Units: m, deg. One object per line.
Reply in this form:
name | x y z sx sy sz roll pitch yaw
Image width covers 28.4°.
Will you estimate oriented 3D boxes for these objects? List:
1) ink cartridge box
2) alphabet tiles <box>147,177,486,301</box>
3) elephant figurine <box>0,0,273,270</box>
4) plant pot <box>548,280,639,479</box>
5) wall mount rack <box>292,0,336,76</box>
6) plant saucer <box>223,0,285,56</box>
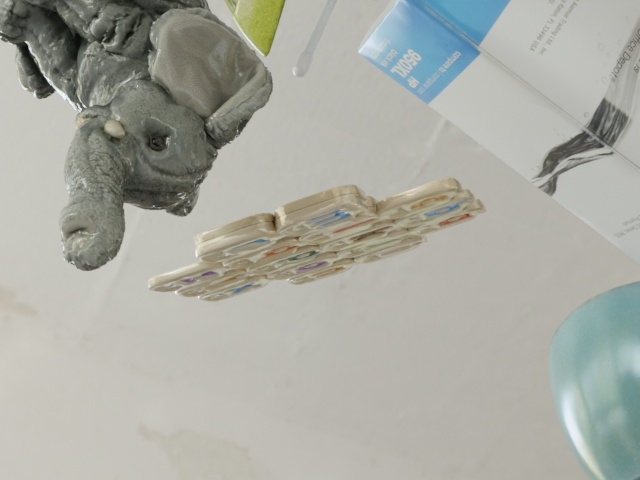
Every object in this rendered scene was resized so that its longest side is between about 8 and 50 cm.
ink cartridge box | 0.284 -0.197 1.250 0.395 0.285 0.166 37 -20 -4
alphabet tiles | 0.000 0.000 1.107 0.278 0.021 0.284 -18 -12 14
elephant figurine | -0.120 -0.086 0.878 0.186 0.239 0.169 -26 -21 -10
plant pot | 0.398 0.208 1.404 0.290 0.195 0.290 6 -44 6
wall mount rack | -0.055 -0.379 1.575 0.350 0.304 0.130 27 -3 -6
plant saucer | -0.068 -0.320 1.405 0.045 0.188 0.188 12 -70 -18
